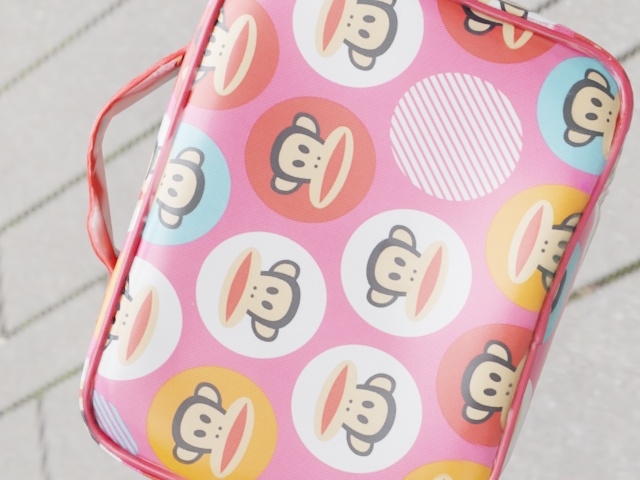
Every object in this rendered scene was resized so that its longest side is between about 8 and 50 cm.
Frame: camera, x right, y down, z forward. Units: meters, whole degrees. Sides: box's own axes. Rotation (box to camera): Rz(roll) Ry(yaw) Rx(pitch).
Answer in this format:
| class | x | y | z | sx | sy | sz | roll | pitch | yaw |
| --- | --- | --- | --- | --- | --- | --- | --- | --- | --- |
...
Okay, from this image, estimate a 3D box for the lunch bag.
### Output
| class | x | y | z | sx | sy | sz | roll | pitch | yaw |
| --- | --- | --- | --- | --- | --- | --- | --- | --- | --- |
| lunch bag | 0.000 | 0.000 | 0.990 | 0.258 | 0.120 | 0.293 | 22 | 93 | 4 |
